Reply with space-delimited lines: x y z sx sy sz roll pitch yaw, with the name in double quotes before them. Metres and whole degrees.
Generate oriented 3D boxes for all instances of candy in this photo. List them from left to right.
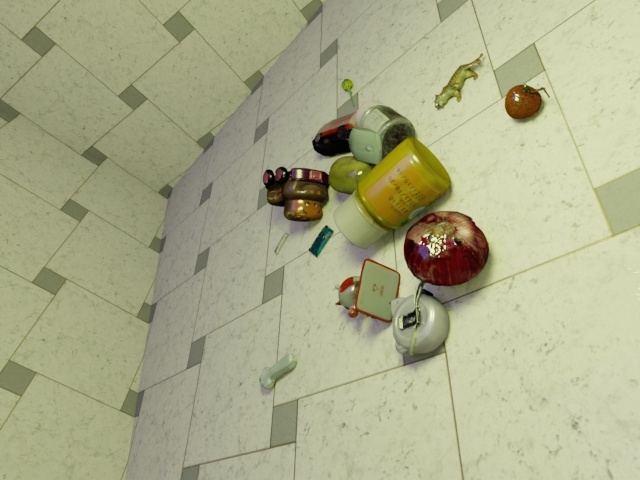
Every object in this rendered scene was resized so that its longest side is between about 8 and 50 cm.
"candy" 0.147 -0.743 2.379 0.058 0.062 0.193 -9 56 -3

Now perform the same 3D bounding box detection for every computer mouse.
"computer mouse" 0.168 -0.367 1.826 0.231 0.079 0.127 -136 34 -63

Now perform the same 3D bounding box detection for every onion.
"onion" 0.358 0.036 1.375 0.252 0.219 0.252 -3 45 3

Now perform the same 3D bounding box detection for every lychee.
"lychee" 0.626 -0.426 1.434 0.140 0.101 0.114 -46 66 44

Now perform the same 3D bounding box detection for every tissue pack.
"tissue pack" 0.000 0.000 2.040 0.138 0.028 0.085 -60 33 9

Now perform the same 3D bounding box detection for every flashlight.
"flashlight" -0.165 0.513 1.866 0.200 0.047 0.093 -42 38 24

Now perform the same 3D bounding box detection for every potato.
"potato" 0.135 -0.267 1.937 0.228 0.148 0.197 2 52 39

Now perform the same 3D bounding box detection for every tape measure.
"tape measure" 0.288 0.237 1.400 0.178 0.105 0.196 -35 40 33

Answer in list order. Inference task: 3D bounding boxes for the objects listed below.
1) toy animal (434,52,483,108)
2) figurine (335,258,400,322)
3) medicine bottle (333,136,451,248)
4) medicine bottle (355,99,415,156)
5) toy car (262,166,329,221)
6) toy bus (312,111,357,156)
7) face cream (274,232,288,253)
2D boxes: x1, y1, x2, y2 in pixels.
"toy animal" 0.513 -0.593 1.753 0.241 0.057 0.099 -55 33 11
"figurine" 0.133 0.186 1.629 0.226 0.160 0.183 -22 48 57
"medicine bottle" 0.240 -0.154 1.644 0.384 0.224 0.224 -41 38 27
"medicine bottle" 0.255 -0.455 1.904 0.165 0.165 0.273 -51 33 16
"toy car" -0.110 -0.203 2.168 0.341 0.271 0.240 -4 83 56
"toy bus" 0.095 -0.485 2.182 0.303 0.127 0.147 0 61 55
"face cream" -0.193 0.014 2.295 0.115 0.020 0.038 -58 34 6
